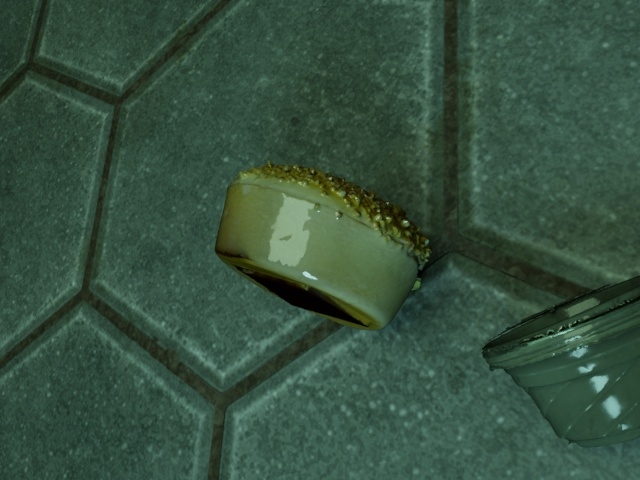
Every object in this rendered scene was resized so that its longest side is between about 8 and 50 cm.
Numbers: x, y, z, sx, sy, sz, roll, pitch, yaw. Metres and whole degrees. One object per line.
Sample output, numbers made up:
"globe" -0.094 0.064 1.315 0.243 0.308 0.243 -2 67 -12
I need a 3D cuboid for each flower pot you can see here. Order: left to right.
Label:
"flower pot" 0.299 0.131 0.746 0.235 0.235 0.140 -25 81 25

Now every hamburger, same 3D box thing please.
"hamburger" 0.000 0.000 0.941 0.302 0.302 0.170 14 74 38
